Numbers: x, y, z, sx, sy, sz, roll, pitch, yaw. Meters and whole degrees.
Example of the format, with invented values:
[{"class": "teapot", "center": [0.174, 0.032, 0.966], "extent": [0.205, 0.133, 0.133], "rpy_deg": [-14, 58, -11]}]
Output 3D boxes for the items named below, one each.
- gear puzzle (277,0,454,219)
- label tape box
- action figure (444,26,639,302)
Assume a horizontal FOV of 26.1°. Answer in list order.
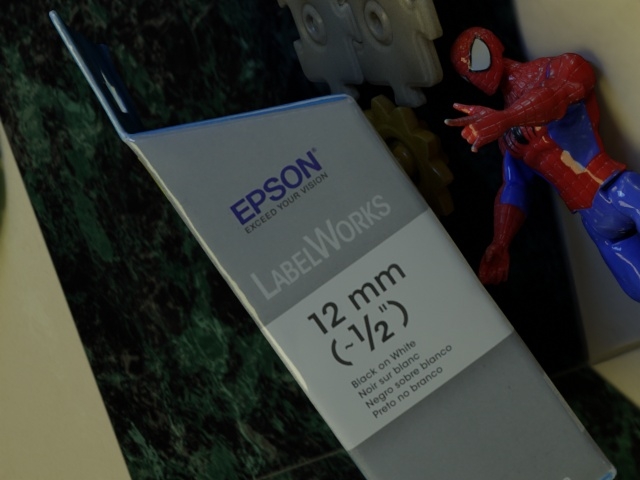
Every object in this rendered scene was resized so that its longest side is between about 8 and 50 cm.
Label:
[{"class": "gear puzzle", "center": [0.022, -0.163, 0.801], "extent": [0.175, 0.044, 0.339], "rpy_deg": [14, 128, 62]}, {"class": "label tape box", "center": [0.000, 0.000, 0.788], "extent": [0.348, 0.115, 0.249], "rpy_deg": [57, 178, -5]}, {"class": "action figure", "center": [0.144, 0.004, 0.729], "extent": [0.280, 0.139, 0.091], "rpy_deg": [52, 142, 11]}]
